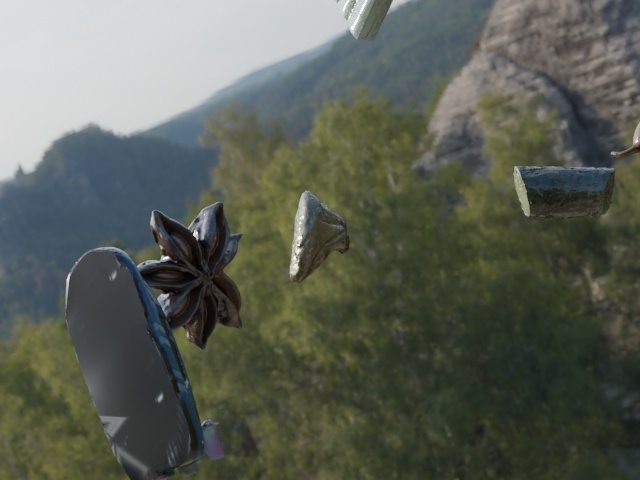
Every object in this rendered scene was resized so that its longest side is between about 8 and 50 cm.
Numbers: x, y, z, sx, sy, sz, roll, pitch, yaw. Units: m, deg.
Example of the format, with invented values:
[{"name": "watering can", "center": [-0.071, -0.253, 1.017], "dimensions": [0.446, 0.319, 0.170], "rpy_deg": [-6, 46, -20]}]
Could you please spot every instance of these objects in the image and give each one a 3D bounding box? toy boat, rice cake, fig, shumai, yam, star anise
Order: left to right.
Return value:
[{"name": "toy boat", "center": [-0.218, 0.148, 1.363], "dimensions": [0.134, 0.299, 0.092], "rpy_deg": [-34, -20, 33]}, {"name": "star anise", "center": [-0.190, 0.051, 1.541], "dimensions": [0.196, 0.212, 0.073], "rpy_deg": [-3, 7, -43]}, {"name": "shumai", "center": [0.000, 0.000, 2.321], "dimensions": [0.120, 0.201, 0.201], "rpy_deg": [8, 3, -6]}, {"name": "rice cake", "center": [0.076, -0.386, 1.429], "dimensions": [0.043, 0.127, 0.237], "rpy_deg": [-6, -35, -28]}, {"name": "yam", "center": [0.446, -0.089, 1.996], "dimensions": [0.183, 0.107, 0.107], "rpy_deg": [-1, 10, 10]}, {"name": "fig", "center": [0.369, -0.115, 1.240], "dimensions": [0.083, 0.050, 0.050], "rpy_deg": [-30, 5, 4]}]
